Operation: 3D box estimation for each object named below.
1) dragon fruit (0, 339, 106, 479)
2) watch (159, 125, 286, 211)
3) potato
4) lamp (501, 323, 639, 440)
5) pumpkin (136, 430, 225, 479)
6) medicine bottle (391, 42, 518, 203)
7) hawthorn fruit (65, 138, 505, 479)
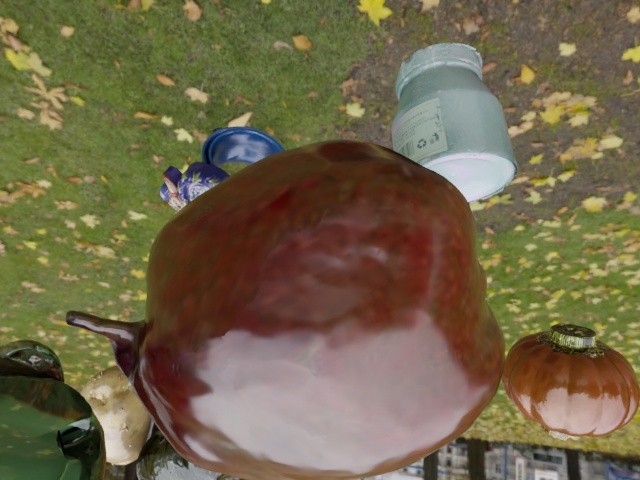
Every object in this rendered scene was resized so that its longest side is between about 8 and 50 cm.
[{"bbox_3d":[-0.291,0.197,0.379,0.295,0.130,0.268,19,-160,-26],"label":"dragon fruit"},{"bbox_3d":[-0.166,-0.117,0.929,0.196,0.200,0.171,42,147,1],"label":"watch"},{"bbox_3d":[-0.407,0.363,0.992,0.128,0.234,0.161,24,-164,35],"label":"potato"},{"bbox_3d":[0.442,0.252,0.877,0.223,0.196,0.223,3,-170,0],"label":"lamp"},{"bbox_3d":[-0.266,0.431,0.999,0.224,0.157,0.223,-24,178,-1],"label":"pumpkin"},{"bbox_3d":[0.277,-0.252,1.069,0.245,0.290,0.245,-2,159,-1],"label":"medicine bottle"},{"bbox_3d":[-0.005,0.074,0.439,0.308,0.325,0.308,48,167,15],"label":"hawthorn fruit"}]
